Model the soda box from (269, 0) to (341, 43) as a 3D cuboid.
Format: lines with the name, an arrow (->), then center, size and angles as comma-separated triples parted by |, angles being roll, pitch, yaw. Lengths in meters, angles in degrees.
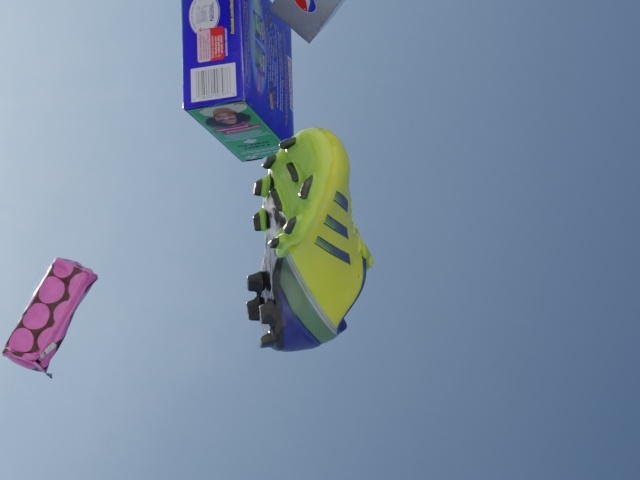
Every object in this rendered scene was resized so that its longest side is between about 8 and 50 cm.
soda box -> 0.017, -0.448, 1.670 | 0.091, 0.098, 0.286 | -52, -175, -27

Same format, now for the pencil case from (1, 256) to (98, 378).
pencil case -> -0.471, 0.130, 1.782 | 0.098, 0.095, 0.209 | -6, -124, 57

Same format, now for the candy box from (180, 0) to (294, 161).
candy box -> -0.144, -0.318, 1.836 | 0.122, 0.317, 0.268 | -6, -104, 15

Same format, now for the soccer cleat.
soccer cleat -> 0.000, -0.001, 0.981 | 0.289, 0.121, 0.093 | 102, -28, -45
